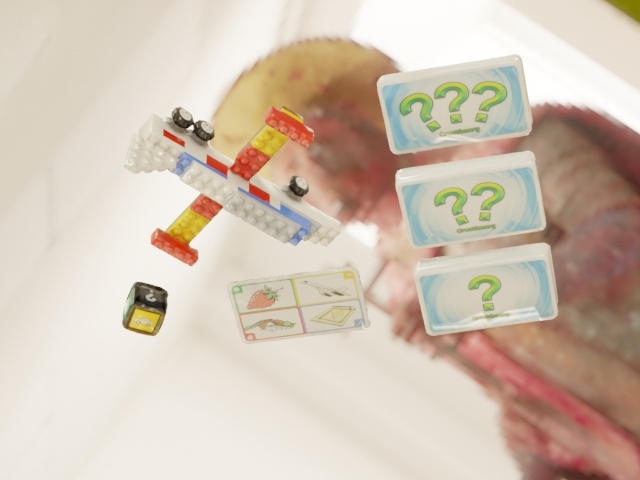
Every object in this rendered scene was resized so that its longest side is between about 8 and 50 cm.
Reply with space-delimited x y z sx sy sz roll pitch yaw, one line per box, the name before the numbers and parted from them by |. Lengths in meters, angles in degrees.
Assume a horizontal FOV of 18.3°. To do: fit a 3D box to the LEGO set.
LEGO set | 0.000 0.000 1.073 0.060 0.244 0.182 -89 -11 -49
